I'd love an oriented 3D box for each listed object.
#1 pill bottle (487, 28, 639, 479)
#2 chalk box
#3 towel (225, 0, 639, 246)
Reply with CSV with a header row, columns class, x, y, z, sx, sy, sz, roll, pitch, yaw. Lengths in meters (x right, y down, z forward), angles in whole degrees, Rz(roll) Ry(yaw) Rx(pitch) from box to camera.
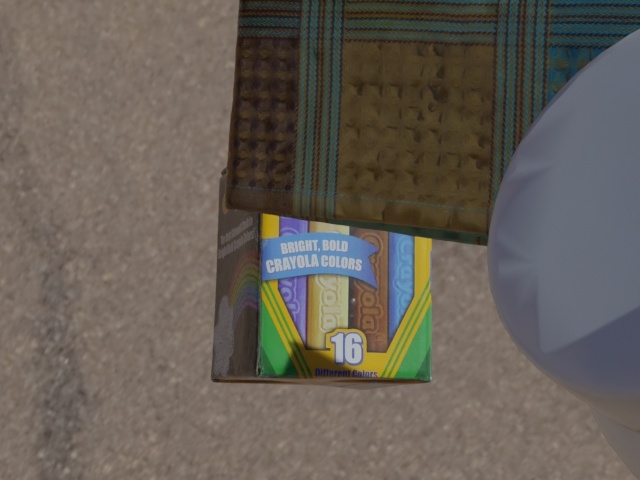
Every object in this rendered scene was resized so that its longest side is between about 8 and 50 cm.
class,x,y,z,sx,sy,sz,roll,pitch,yaw
pill bottle,0.273,0.063,0.648,0.392,0.224,0.224,34,40,-37
chalk box,0.000,0.000,1.274,0.179,0.180,0.289,5,81,-18
towel,0.107,-0.132,0.871,0.370,0.271,0.040,7,4,26
